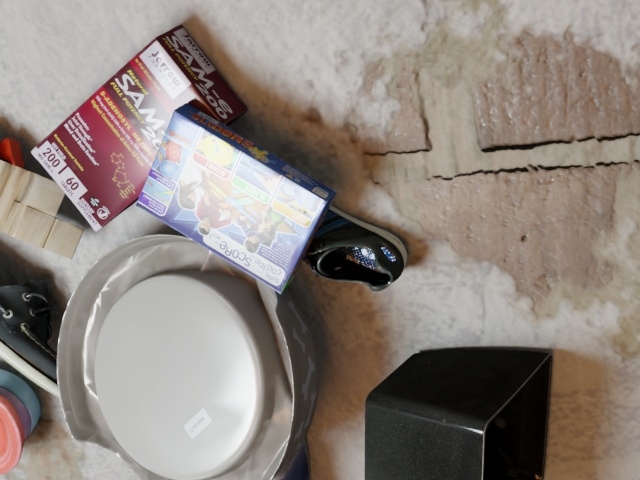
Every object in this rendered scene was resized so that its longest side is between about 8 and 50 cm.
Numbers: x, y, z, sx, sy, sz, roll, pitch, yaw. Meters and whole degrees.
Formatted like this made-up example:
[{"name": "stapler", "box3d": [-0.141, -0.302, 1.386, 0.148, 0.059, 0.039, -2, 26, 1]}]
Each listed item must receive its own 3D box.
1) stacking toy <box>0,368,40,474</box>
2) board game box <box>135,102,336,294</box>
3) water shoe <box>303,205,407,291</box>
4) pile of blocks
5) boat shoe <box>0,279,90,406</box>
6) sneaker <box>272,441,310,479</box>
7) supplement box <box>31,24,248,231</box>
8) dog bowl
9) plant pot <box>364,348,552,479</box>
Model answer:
[{"name": "stacking toy", "box3d": [-0.552, 0.193, 1.675, 0.308, 0.130, 0.280, -3, 123, 11]}, {"name": "board game box", "box3d": [-0.098, -0.047, 1.366, 0.201, 0.035, 0.136, 32, 120, 7]}, {"name": "water shoe", "box3d": [0.000, 0.000, 1.407, 0.203, 0.080, 0.073, 16, 117, 14]}, {"name": "pile of blocks", "box3d": [-0.455, -0.094, 1.540, 0.362, 0.149, 0.113, 23, 87, 3]}, {"name": "boat shoe", "box3d": [-0.413, 0.086, 1.593, 0.340, 0.127, 0.113, 36, 76, 12]}, {"name": "sneaker", "box3d": [-0.123, 0.395, 1.603, 0.182, 0.127, 0.316, 14, 118, 13]}, {"name": "supplement box", "box3d": [-0.218, -0.131, 1.440, 0.239, 0.073, 0.130, -36, 96, 29]}, {"name": "dog bowl", "box3d": [-0.156, 0.163, 1.473, 0.348, 0.102, 0.349, 3, 95, 30]}, {"name": "plant pot", "box3d": [0.151, 0.230, 1.401, 0.167, 0.188, 0.187, 13, 117, 29]}]
